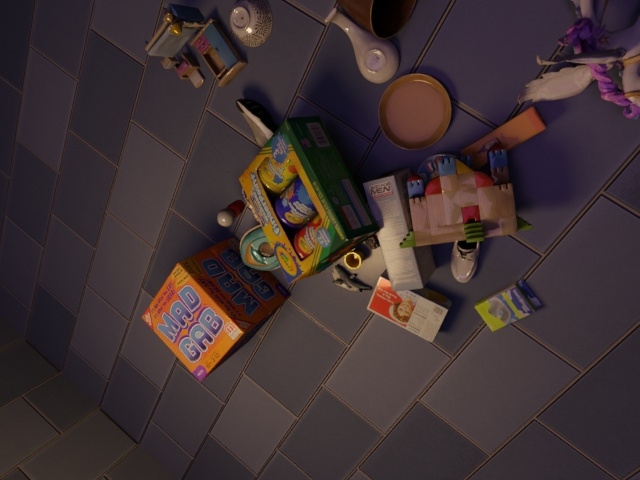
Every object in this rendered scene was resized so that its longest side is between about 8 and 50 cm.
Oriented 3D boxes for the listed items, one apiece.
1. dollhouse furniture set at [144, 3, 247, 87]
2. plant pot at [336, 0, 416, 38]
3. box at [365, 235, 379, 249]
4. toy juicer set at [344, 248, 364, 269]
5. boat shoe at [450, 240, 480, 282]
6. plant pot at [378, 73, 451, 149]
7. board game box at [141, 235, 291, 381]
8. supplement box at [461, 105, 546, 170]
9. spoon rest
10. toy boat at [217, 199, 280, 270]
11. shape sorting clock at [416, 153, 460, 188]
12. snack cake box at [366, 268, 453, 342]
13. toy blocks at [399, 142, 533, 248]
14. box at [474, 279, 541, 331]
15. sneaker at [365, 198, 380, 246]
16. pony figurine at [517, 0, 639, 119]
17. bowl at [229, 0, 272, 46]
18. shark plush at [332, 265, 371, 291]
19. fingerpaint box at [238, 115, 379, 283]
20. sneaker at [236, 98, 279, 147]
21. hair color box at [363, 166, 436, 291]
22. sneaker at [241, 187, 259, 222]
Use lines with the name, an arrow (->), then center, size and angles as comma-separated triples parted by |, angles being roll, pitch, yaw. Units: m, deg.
dollhouse furniture set -> -0.469, -0.640, 1.654 | 0.286, 0.303, 0.198 | -34, 89, 31
plant pot -> 0.136, -0.749, 1.391 | 0.230, 0.215, 0.215 | 38, 120, 27
box -> 0.178, 0.000, 1.680 | 0.018, 0.083, 0.067 | -31, 91, -10
toy juicer set -> 0.000, 0.000, 1.760 | 0.329, 0.089, 0.209 | 1, 108, 27
boat shoe -> 0.474, 0.026, 1.535 | 0.095, 0.084, 0.258 | 8, 110, 24
plant pot -> 0.304, -0.412, 1.504 | 0.236, 0.032, 0.236 | 9, 111, 23
board game box -> -0.417, 0.266, 1.902 | 0.356, 0.356, 0.356 | 45, 121, 6
supplement box -> 0.544, -0.303, 1.396 | 0.233, 0.080, 0.078 | -31, 91, 29
spoon rest -> 0.138, -0.629, 1.499 | 0.276, 0.084, 0.137 | 44, 122, -8
toy boat -> -0.260, -0.012, 1.803 | 0.267, 0.148, 0.318 | -34, 102, 34
shape sorting clock -> 0.402, -0.179, 1.511 | 0.206, 0.040, 0.206 | 17, 118, 35
snack cake box -> 0.319, 0.231, 1.680 | 0.264, 0.089, 0.152 | 26, 118, 17
toy blocks -> 0.406, -0.135, 1.372 | 0.381, 0.191, 0.261 | -8, 97, 14
box -> 0.621, 0.218, 1.552 | 0.178, 0.042, 0.109 | -37, 89, 32
sneaker -> 0.202, -0.058, 1.645 | 0.084, 0.083, 0.215 | -17, 100, 28
pony figurine -> 0.703, -0.480, 1.165 | 0.350, 0.303, 0.364 | 3, 92, 12
bowl -> -0.260, -0.774, 1.635 | 0.170, 0.080, 0.170 | 8, 109, 24
shark plush -> 0.115, 0.154, 1.778 | 0.161, 0.073, 0.067 | 20, 85, 24
fingerpaint box -> -0.060, -0.130, 1.596 | 0.371, 0.163, 0.445 | -38, 74, 48
sneaker -> -0.225, -0.415, 1.729 | 0.271, 0.100, 0.108 | 49, 126, 4
hair color box -> 0.270, -0.041, 1.556 | 0.113, 0.185, 0.375 | -10, 102, 29
sneaker -> -0.245, -0.152, 1.848 | 0.074, 0.063, 0.170 | -24, 100, 31
